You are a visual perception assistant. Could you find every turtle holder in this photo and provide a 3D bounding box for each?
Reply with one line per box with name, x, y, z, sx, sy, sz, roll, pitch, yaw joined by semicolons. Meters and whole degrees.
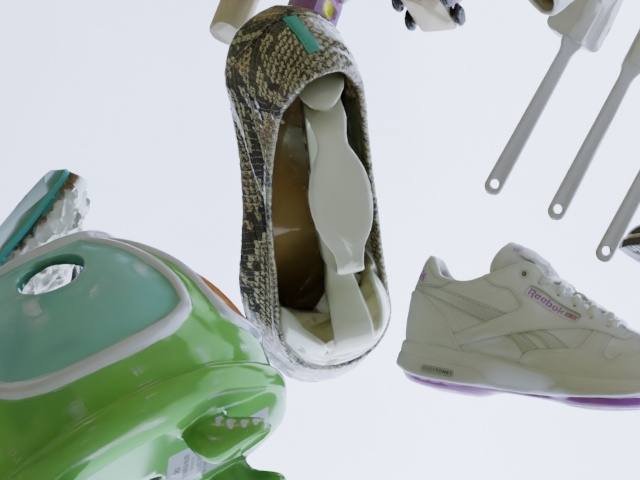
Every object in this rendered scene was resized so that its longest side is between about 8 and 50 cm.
turtle holder;-0.195;0.138;1.199;0.320;0.243;0.227;-35;-111;10

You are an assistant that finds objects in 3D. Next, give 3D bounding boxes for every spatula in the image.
spatula;0.256;-0.118;1.395;0.242;0.168;0.019;-61;-172;-2

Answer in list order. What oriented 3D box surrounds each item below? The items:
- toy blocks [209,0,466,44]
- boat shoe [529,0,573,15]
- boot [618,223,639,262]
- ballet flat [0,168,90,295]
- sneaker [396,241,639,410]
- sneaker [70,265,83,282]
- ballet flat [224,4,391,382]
toy blocks;-0.009;-0.386;1.586;0.309;0.288;0.260;0;-123;32
boat shoe;0.134;-0.294;1.242;0.096;0.277;0.098;-54;-154;-19
boot;0.385;-0.051;1.495;0.198;0.077;0.137;-11;-118;42
ballet flat;-0.371;0.103;1.695;0.409;0.147;0.147;-48;-139;-1
sneaker;0.221;0.080;1.447;0.305;0.114;0.152;6;-95;20
sneaker;-0.268;0.125;1.938;0.147;0.330;0.129;22;-108;9
ballet flat;0.000;0.000;1.574;0.164;0.482;0.182;-19;-143;-16
